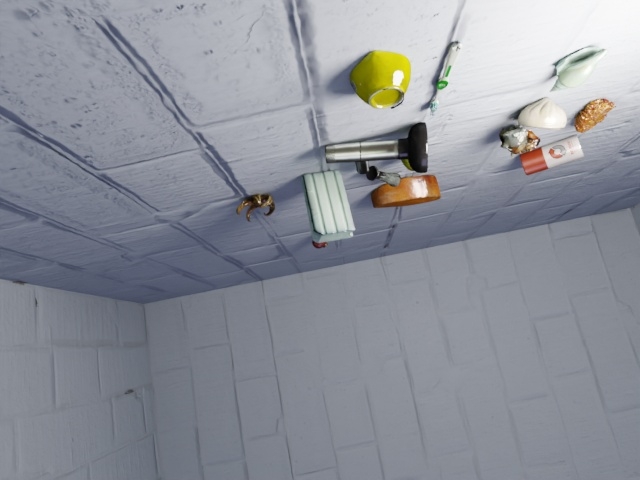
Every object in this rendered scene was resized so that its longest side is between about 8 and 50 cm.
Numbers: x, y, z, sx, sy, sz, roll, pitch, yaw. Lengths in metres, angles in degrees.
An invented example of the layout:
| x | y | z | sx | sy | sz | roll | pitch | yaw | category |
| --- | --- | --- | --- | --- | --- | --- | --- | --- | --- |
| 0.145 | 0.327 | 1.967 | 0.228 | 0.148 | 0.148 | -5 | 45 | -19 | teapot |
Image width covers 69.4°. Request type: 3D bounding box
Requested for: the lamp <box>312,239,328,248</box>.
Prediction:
| x | y | z | sx | sy | sz | roll | pitch | yaw | category |
| --- | --- | --- | --- | --- | --- | --- | --- | --- | --- |
| 0.000 | 0.000 | 2.565 | 0.101 | 0.090 | 0.101 | -43 | -177 | 3 | lamp |

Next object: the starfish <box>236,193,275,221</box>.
| x | y | z | sx | sy | sz | roll | pitch | yaw | category |
| --- | --- | --- | --- | --- | --- | --- | --- | --- | --- |
| -0.253 | -0.136 | 1.796 | 0.147 | 0.074 | 0.190 | -11 | 167 | -3 | starfish |

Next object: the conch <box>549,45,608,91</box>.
| x | y | z | sx | sy | sz | roll | pitch | yaw | category |
| --- | --- | --- | --- | --- | --- | --- | --- | --- | --- |
| 0.675 | -0.457 | 1.235 | 0.065 | 0.088 | 0.180 | -54 | -178 | -30 | conch |

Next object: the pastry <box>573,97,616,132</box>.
| x | y | z | sx | sy | sz | roll | pitch | yaw | category |
| --- | --- | --- | --- | --- | --- | --- | --- | --- | --- |
| 0.912 | -0.426 | 1.555 | 0.087 | 0.063 | 0.169 | -19 | 163 | -5 | pastry |

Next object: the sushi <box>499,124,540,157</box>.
| x | y | z | sx | sy | sz | roll | pitch | yaw | category |
| --- | --- | --- | --- | --- | --- | --- | --- | --- | --- |
| 0.655 | -0.337 | 1.550 | 0.097 | 0.103 | 0.226 | -47 | -176 | 17 | sushi |

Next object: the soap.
| x | y | z | sx | sy | sz | roll | pitch | yaw | category |
| --- | --- | --- | --- | --- | --- | --- | --- | --- | --- |
| 0.023 | -0.127 | 1.672 | 0.150 | 0.261 | 0.094 | -8 | 157 | -8 | soap |

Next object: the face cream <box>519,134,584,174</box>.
| x | y | z | sx | sy | sz | roll | pitch | yaw | category |
| --- | --- | --- | --- | --- | --- | --- | --- | --- | --- |
| 0.922 | -0.339 | 1.847 | 0.214 | 0.095 | 0.096 | -18 | 165 | 30 | face cream |

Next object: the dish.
| x | y | z | sx | sy | sz | roll | pitch | yaw | category |
| --- | --- | --- | --- | --- | --- | --- | --- | --- | --- |
| 0.152 | -0.370 | 1.117 | 0.149 | 0.079 | 0.208 | -14 | 165 | 16 | dish |

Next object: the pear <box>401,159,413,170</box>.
| x | y | z | sx | sy | sz | roll | pitch | yaw | category |
| --- | --- | --- | --- | --- | --- | --- | --- | --- | --- |
| 0.327 | -0.284 | 1.607 | 0.092 | 0.096 | 0.092 | -13 | 135 | -13 | pear |

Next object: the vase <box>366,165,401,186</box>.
| x | y | z | sx | sy | sz | roll | pitch | yaw | category |
| --- | --- | --- | --- | --- | --- | --- | --- | --- | --- |
| 0.243 | -0.245 | 1.772 | 0.059 | 0.059 | 0.167 | -21 | 164 | 37 | vase |

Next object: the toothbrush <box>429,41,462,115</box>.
| x | y | z | sx | sy | sz | roll | pitch | yaw | category |
| --- | --- | --- | --- | --- | --- | --- | --- | --- | --- |
| 0.317 | -0.413 | 1.194 | 0.030 | 0.030 | 0.304 | -11 | 165 | -1 | toothbrush |

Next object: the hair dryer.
| x | y | z | sx | sy | sz | roll | pitch | yaw | category |
| --- | --- | --- | --- | --- | --- | --- | --- | --- | --- |
| 0.198 | -0.296 | 1.527 | 0.321 | 0.155 | 0.284 | -1 | -170 | 16 | hair dryer |

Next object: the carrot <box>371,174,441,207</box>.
| x | y | z | sx | sy | sz | roll | pitch | yaw | category |
| --- | --- | --- | --- | --- | --- | --- | --- | --- | --- |
| 0.365 | -0.202 | 2.021 | 0.308 | 0.100 | 0.259 | -11 | 171 | 36 | carrot |

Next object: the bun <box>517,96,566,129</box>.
| x | y | z | sx | sy | sz | roll | pitch | yaw | category |
| --- | --- | --- | --- | --- | --- | --- | --- | --- | --- |
| 0.692 | -0.396 | 1.436 | 0.139 | 0.094 | 0.138 | 2 | -163 | -1 | bun |
